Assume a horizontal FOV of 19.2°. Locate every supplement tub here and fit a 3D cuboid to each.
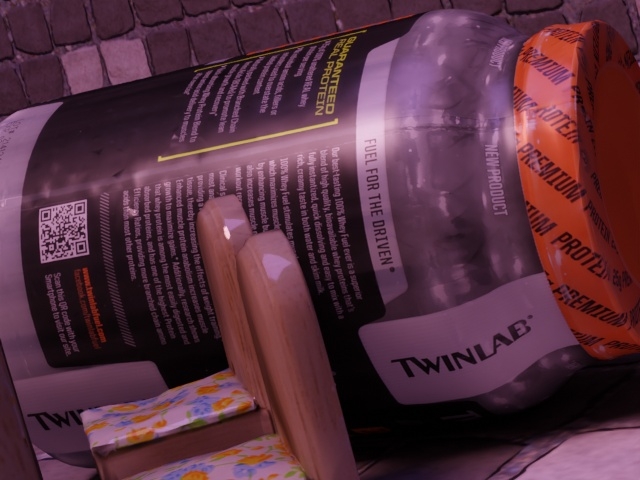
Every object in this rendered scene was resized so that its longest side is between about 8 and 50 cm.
[{"bbox_3d":[0.000,0.000,0.913,0.316,0.194,0.193,-10,10,26],"label":"supplement tub"}]

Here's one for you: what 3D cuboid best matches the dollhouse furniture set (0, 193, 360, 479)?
[{"bbox_3d":[-0.174,0.062,0.606,0.362,0.257,0.394,-16,9,-9],"label":"dollhouse furniture set"}]
